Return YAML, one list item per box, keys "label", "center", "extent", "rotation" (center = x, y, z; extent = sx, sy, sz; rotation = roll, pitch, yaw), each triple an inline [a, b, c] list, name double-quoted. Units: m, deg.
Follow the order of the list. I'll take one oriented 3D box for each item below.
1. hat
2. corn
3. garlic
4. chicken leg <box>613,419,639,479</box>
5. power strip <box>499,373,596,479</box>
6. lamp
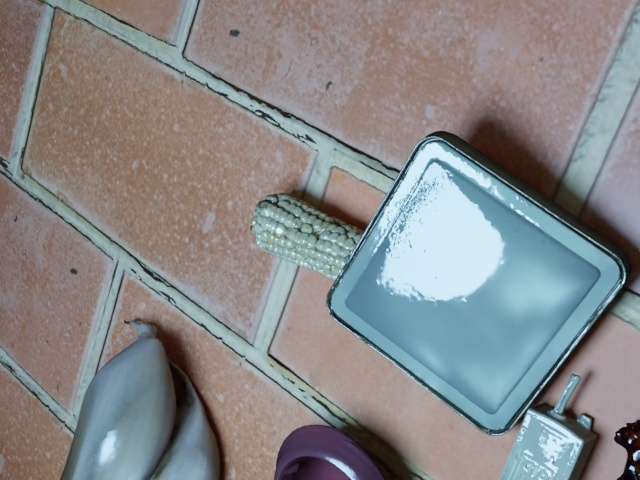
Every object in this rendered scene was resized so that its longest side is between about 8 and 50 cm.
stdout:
- label: "hat"
  center: [0.028, 0.326, 1.175]
  extent: [0.205, 0.089, 0.206]
  rotation: [14, 114, 34]
- label: "corn"
  center: [0.000, 0.000, 1.186]
  extent: [0.210, 0.087, 0.087]
  rotation: [22, 106, 34]
- label: "garlic"
  center: [-0.253, 0.299, 1.375]
  extent: [0.246, 0.231, 0.340]
  rotation: [-23, 46, 67]
- label: "chicken leg"
  center: [0.332, 0.267, 0.955]
  extent: [0.089, 0.048, 0.219]
  rotation: [26, 109, 38]
- label: "power strip"
  center: [0.257, 0.226, 1.016]
  extent: [0.075, 0.042, 0.175]
  rotation: [28, 109, 36]
- label: "lamp"
  center: [0.166, 0.051, 1.035]
  extent: [0.269, 0.047, 0.266]
  rotation: [37, 115, 13]
